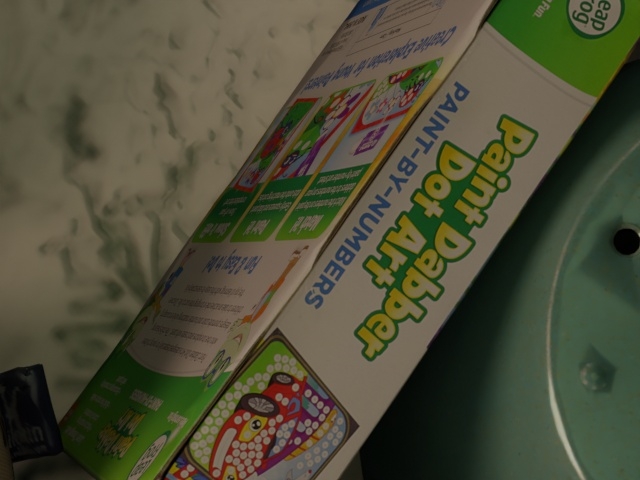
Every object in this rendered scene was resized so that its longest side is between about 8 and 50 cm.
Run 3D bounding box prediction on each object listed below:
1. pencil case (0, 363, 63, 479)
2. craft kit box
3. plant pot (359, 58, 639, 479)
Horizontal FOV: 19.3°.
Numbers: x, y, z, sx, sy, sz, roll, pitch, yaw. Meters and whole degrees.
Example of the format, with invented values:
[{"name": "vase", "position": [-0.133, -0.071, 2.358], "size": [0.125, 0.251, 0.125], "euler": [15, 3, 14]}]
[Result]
[{"name": "pencil case", "position": [-0.311, 0.105, 0.704], "size": [0.410, 0.160, 0.183], "euler": [-9, 63, 12]}, {"name": "craft kit box", "position": [0.000, 0.000, 0.715], "size": [0.061, 0.250, 0.246], "euler": [40, 81, -11]}, {"name": "plant pot", "position": [0.161, 0.057, 0.711], "size": [0.293, 0.235, 0.293], "euler": [0, 80, 1]}]
